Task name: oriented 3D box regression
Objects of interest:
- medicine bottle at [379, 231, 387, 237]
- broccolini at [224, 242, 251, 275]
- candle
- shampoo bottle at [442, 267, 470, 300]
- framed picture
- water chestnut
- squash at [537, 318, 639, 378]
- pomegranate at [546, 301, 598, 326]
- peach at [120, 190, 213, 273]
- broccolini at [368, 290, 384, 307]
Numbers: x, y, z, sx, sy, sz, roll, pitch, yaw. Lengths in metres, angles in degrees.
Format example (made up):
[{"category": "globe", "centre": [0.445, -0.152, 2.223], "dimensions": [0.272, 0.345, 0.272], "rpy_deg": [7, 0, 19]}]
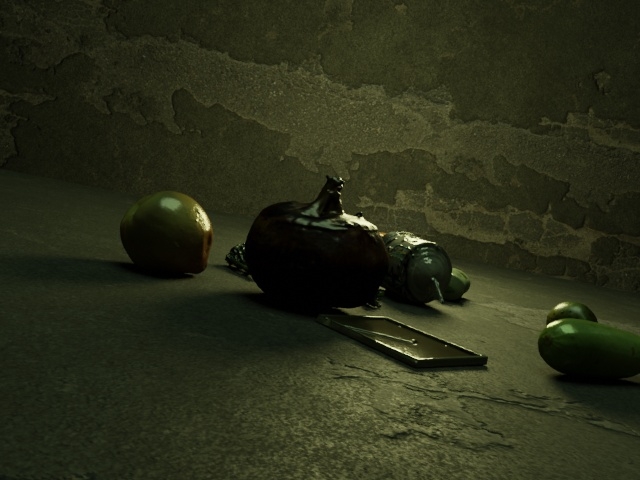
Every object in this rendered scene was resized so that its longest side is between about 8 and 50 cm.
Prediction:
[{"category": "medicine bottle", "centre": [0.225, 0.051, 2.374], "dimensions": [0.112, 0.150, 0.222], "rpy_deg": [17, 7, 38]}, {"category": "broccolini", "centre": [-0.202, 0.071, 1.872], "dimensions": [0.091, 0.068, 0.203], "rpy_deg": [-3, 25, -17]}, {"category": "candle", "centre": [0.273, 0.086, 1.968], "dimensions": [0.187, 0.188, 0.330], "rpy_deg": [9, 7, -23]}, {"category": "shampoo bottle", "centre": [0.403, 0.138, 2.183], "dimensions": [0.118, 0.087, 0.234], "rpy_deg": [16, 7, 16]}, {"category": "framed picture", "centre": [0.157, 0.196, 1.394], "dimensions": [0.211, 0.020, 0.289], "rpy_deg": [7, 7, -41]}, {"category": "water chestnut", "centre": [0.000, 0.000, 1.601], "dimensions": [0.350, 0.302, 0.350], "rpy_deg": [8, 8, -1]}, {"category": "squash", "centre": [0.599, 0.235, 1.459], "dimensions": [0.370, 0.118, 0.118], "rpy_deg": [12, 4, -31]}, {"category": "pomegranate", "centre": [0.631, 0.218, 1.749], "dimensions": [0.130, 0.130, 0.130], "rpy_deg": [11, 5, -1]}, {"category": "peach", "centre": [-0.354, -0.005, 1.639], "dimensions": [0.232, 0.233, 0.232], "rpy_deg": [11, 5, -1]}, {"category": "broccolini", "centre": [0.137, 0.143, 1.817], "dimensions": [0.052, 0.054, 0.194], "rpy_deg": [-7, 0, 9]}]
